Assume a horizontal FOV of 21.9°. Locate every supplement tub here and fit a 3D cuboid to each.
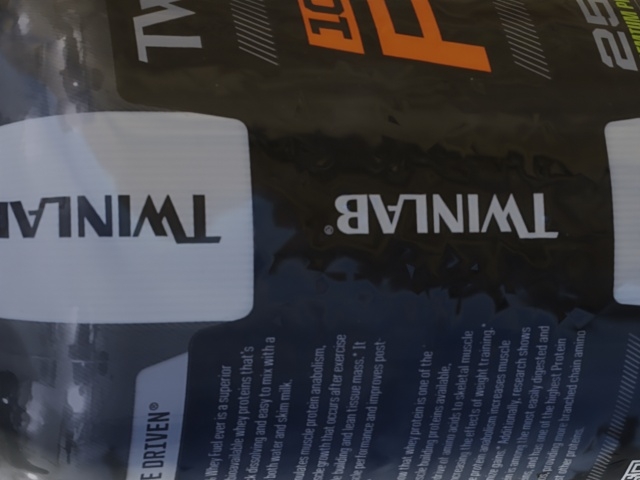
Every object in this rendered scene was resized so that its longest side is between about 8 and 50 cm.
[{"bbox_3d":[0.000,0.000,0.567,0.207,0.338,0.207,179,90,-72],"label":"supplement tub"}]
